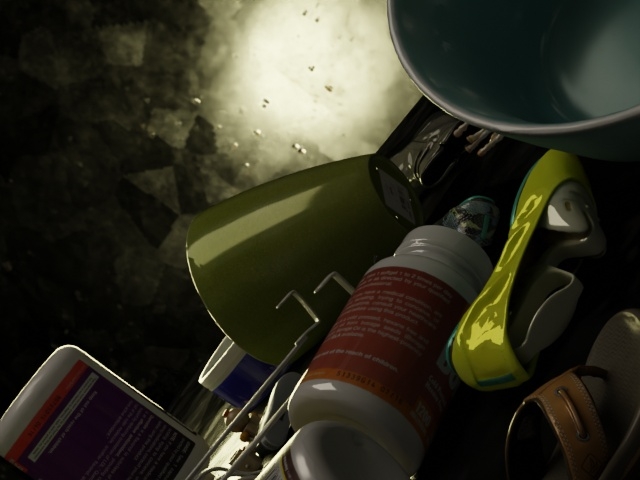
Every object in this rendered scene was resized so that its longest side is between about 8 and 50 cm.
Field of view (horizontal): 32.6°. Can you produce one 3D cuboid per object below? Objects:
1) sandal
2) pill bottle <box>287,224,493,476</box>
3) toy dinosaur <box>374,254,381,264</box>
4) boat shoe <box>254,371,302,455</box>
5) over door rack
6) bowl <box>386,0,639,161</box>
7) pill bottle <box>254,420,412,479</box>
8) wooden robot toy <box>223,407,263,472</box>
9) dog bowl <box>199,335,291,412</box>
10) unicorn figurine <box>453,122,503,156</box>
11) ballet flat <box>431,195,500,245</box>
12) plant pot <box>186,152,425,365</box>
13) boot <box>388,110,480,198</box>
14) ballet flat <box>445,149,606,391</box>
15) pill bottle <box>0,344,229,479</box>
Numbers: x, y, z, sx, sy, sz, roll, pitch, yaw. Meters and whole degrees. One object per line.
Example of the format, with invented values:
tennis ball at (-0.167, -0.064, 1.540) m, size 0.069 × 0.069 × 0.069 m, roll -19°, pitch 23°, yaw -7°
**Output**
sandal at (0.126, 0.119, 0.593) m, size 0.219 × 0.060 × 0.090 m, roll -55°, pitch 6°, yaw -21°
pill bottle at (0.070, 0.091, 0.946) m, size 0.216 × 0.121 × 0.121 m, roll -57°, pitch 6°, yaw -36°
toy dinosaur at (0.094, 0.063, 1.515) m, size 0.082 × 0.047 × 0.090 m, roll -112°, pitch 26°, yaw -74°
boat shoe at (-0.058, 0.239, 1.516) m, size 0.040 × 0.049 × 0.142 m, roll -49°, pitch 8°, yaw 39°
over door rack at (-0.048, 0.206, 1.240) m, size 0.324 × 0.108 × 0.239 m, roll -61°, pitch 9°, yaw -15°
bowl at (0.221, -0.182, 0.790) m, size 0.312 × 0.163 × 0.311 m, roll -16°, pitch 61°, yaw 30°
pill bottle at (-0.028, 0.244, 0.812) m, size 0.215 × 0.117 × 0.117 m, roll -51°, pitch 5°, yaw 19°
wooden robot toy at (-0.113, 0.278, 1.563) m, size 0.076 × 0.079 × 0.173 m, roll -51°, pitch 5°, yaw 21°
dog bowl at (-0.102, 0.180, 1.994) m, size 0.265 × 0.104 × 0.265 m, roll -52°, pitch 5°, yaw 6°
unicorn figurine at (0.239, -0.161, 1.471) m, size 0.111 × 0.060 × 0.162 m, roll -40°, pitch 3°, yaw 19°
ballet flat at (0.140, 0.012, 1.232) m, size 0.070 × 0.070 × 0.188 m, roll -56°, pitch 2°, yaw -28°
plant pot at (0.000, 0.000, 1.638) m, size 0.294 × 0.274 × 0.274 m, roll -32°, pitch 14°, yaw 26°
boot at (0.158, -0.111, 1.804) m, size 0.246 × 0.083 × 0.161 m, roll -54°, pitch 11°, yaw 8°
ballet flat at (0.176, 0.019, 0.845) m, size 0.077 × 0.077 × 0.231 m, roll -7°, pitch 45°, yaw 53°
pill bottle at (-0.285, 0.305, 1.543) m, size 0.181 × 0.323 × 0.181 m, roll -52°, pitch 5°, yaw 6°
